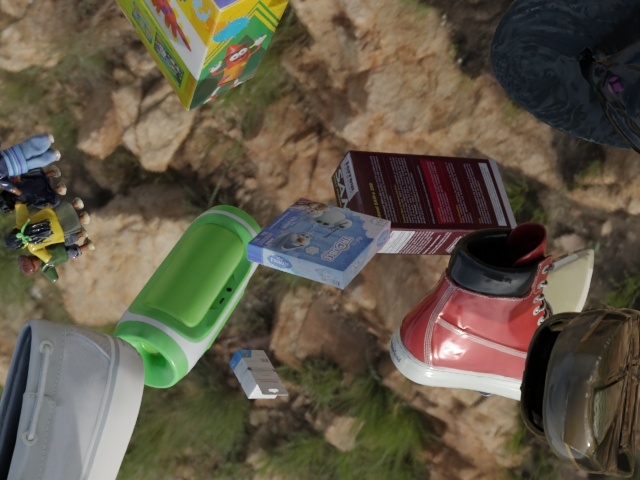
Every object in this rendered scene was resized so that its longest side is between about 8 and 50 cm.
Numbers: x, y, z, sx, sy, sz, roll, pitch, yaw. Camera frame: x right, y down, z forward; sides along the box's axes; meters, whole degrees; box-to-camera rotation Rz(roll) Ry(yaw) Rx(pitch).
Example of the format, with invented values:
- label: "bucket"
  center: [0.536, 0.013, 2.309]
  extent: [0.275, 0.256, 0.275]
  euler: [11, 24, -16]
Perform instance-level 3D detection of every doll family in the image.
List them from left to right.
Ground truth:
- label: "doll family"
  center: [-0.352, -0.043, 1.107]
  extent: [0.076, 0.111, 0.193]
  euler: [-20, 96, 60]

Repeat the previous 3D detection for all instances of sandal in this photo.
- label: "sandal"
  center: [0.124, 0.074, 0.452]
  extent: [0.060, 0.219, 0.090]
  euler: [4, 85, 23]
- label: "sandal"
  center: [0.338, -0.105, 0.668]
  extent: [0.445, 0.107, 0.168]
  euler: [19, 122, 17]

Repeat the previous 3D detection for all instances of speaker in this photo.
- label: "speaker"
  center: [-0.193, 0.077, 1.381]
  extent: [0.131, 0.296, 0.131]
  euler: [15, 135, 16]

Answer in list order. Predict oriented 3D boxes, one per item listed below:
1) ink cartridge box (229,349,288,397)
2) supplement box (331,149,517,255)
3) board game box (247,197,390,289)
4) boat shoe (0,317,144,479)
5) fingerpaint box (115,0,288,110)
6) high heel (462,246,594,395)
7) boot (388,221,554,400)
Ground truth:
- label: "ink cartridge box"
  center: [-0.084, 0.189, 1.252]
  extent: [0.028, 0.048, 0.083]
  euler: [-57, 47, 25]
- label: "supplement box"
  center: [0.146, -0.050, 1.286]
  extent: [0.239, 0.130, 0.073]
  euler: [2, 148, -24]
- label: "board game box"
  center: [0.000, 0.000, 0.768]
  extent: [0.090, 0.090, 0.020]
  euler: [16, 125, 23]
- label: "boat shoe"
  center: [-0.129, 0.121, 0.378]
  extent: [0.063, 0.184, 0.066]
  euler: [26, 162, -28]
- label: "fingerpaint box"
  center: [-0.249, -0.498, 1.515]
  extent: [0.445, 0.163, 0.371]
  euler: [56, 159, 5]
- label: "high heel"
  center: [0.281, 0.109, 1.322]
  extent: [0.093, 0.261, 0.186]
  euler: [42, 175, -3]
- label: "boot"
  center: [0.206, 0.064, 0.861]
  extent: [0.244, 0.088, 0.176]
  euler: [8, 129, -27]
